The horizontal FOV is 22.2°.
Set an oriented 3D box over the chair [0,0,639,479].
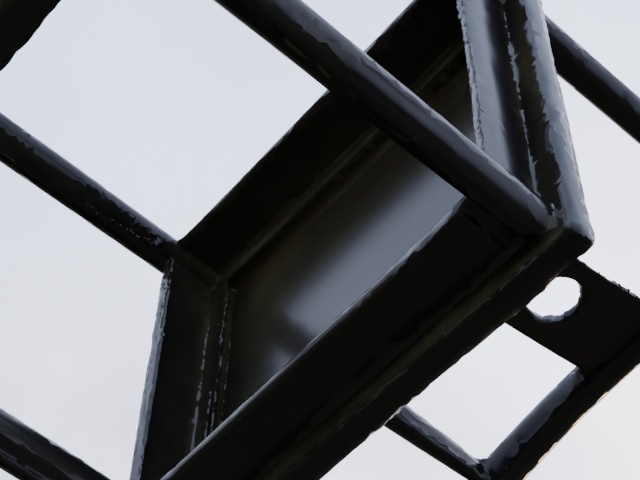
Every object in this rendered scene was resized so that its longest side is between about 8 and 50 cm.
[{"bbox_3d":[0.000,0.000,0.413,0.260,0.141,0.154,36,-63,-20],"label":"chair"}]
